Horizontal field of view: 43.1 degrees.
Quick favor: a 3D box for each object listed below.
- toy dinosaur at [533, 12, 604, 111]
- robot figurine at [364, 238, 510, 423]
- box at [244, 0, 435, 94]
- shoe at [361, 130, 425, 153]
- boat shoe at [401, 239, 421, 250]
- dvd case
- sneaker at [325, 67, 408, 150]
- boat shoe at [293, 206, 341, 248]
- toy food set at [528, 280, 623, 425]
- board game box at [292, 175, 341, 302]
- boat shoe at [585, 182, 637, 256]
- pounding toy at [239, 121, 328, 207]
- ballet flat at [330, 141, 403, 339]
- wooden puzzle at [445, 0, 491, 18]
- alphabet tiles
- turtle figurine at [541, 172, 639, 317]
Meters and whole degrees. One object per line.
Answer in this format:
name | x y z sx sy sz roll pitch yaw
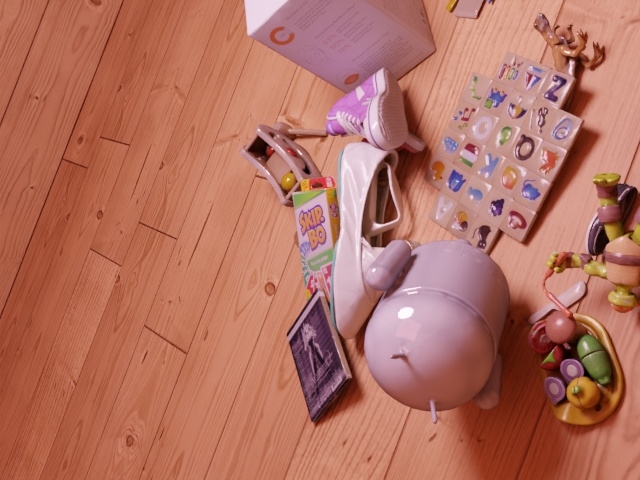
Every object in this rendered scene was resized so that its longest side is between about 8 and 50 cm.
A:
toy dinosaur | 0.433 -0.306 1.417 0.112 0.064 0.211 -30 64 51
robot figurine | 0.188 0.131 1.292 0.200 0.300 0.353 -40 8 33
box | 0.040 -0.469 1.693 0.215 0.345 0.168 -33 51 34
shoe | 0.148 -0.199 1.675 0.081 0.063 0.178 -59 35 13
boat shoe | 0.175 0.058 1.536 0.050 0.045 0.135 -37 49 32
dvd case | -0.006 0.232 1.650 0.164 0.018 0.221 -58 38 39
sneaker | 0.084 -0.229 1.614 0.161 0.102 0.282 -28 23 21
boat shoe | 0.019 -0.028 1.743 0.170 0.059 0.063 -25 85 32
toy food set | 0.372 0.172 1.241 0.128 0.071 0.218 -36 49 33
board game box | 0.000 0.000 1.680 0.124 0.039 0.259 -2 95 55
boat shoe | 0.455 -0.031 1.264 0.038 0.046 0.125 21 81 55
pounding toy | -0.074 -0.209 1.854 0.155 0.154 0.269 -50 43 21
ballet flat | 0.096 -0.008 1.591 0.139 0.139 0.400 -11 71 46
wooden puzzle | 0.310 -0.491 1.661 0.116 0.014 0.078 38 107 50
alphabet tiles | 0.319 -0.158 1.465 0.285 0.011 0.342 41 112 49
turtle figurine | 0.453 0.017 1.163 0.269 0.087 0.217 14 109 45
